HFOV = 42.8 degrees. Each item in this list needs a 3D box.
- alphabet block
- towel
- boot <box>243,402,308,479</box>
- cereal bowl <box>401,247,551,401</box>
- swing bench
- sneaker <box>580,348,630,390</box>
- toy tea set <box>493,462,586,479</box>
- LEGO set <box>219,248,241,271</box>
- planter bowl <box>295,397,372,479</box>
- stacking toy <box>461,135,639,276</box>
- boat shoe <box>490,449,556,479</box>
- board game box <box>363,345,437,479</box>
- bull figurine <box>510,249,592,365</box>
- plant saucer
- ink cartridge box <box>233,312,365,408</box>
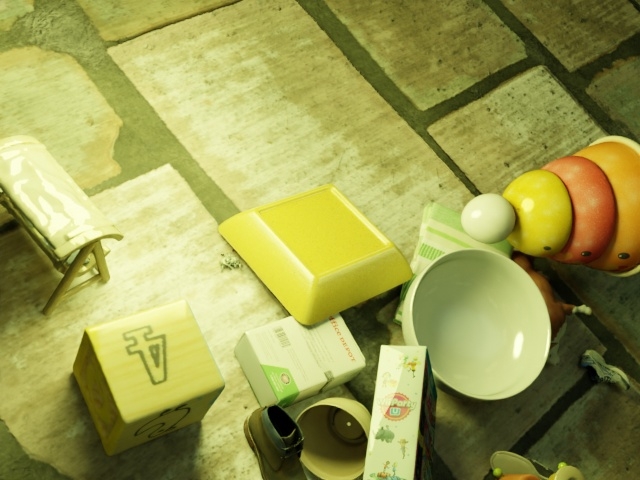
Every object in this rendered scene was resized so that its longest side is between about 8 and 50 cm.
[{"bbox_3d":[-0.317,0.248,1.490,0.197,0.192,0.193,-17,66,-31],"label":"alphabet block"},{"bbox_3d":[0.320,0.091,1.942,0.247,0.038,0.325,24,65,-9],"label":"towel"},{"bbox_3d":[-0.068,0.412,1.552,0.082,0.106,0.219,-25,72,-34],"label":"boot"},{"bbox_3d":[0.329,0.192,1.810,0.338,0.141,0.339,5,74,-17],"label":"cereal bowl"},{"bbox_3d":[-0.515,-0.038,1.539,0.253,0.255,0.165,48,52,9],"label":"swing bench"},{"bbox_3d":[0.693,0.331,2.002,0.135,0.052,0.058,37,61,10],"label":"sneaker"},{"bbox_3d":[0.449,0.623,1.662,0.200,0.124,0.336,11,63,-20],"label":"toy tea set"},{"bbox_3d":[-0.191,0.036,1.789,0.054,0.023,0.083,25,52,-8],"label":"LEGO set"},{"bbox_3d":[0.041,0.378,1.609,0.162,0.162,0.109,46,25,8],"label":"planter bowl"},{"bbox_3d":[0.546,-0.063,1.959,0.479,0.351,0.351,-6,62,-19],"label":"stacking toy"},{"bbox_3d":[0.458,0.514,1.776,0.206,0.075,0.065,28,9,0],"label":"boat shoe"},{"bbox_3d":[0.163,0.390,1.596,0.097,0.224,0.303,-1,53,15],"label":"board game box"},{"bbox_3d":[0.545,0.150,2.011,0.188,0.101,0.310,-9,65,-33],"label":"bull figurine"},{"bbox_3d":[0.000,0.000,1.806,0.332,0.081,0.333,-21,55,-35],"label":"plant saucer"},{"bbox_3d":[-0.042,0.241,1.682,0.219,0.093,0.160,-15,65,-32],"label":"ink cartridge box"}]
